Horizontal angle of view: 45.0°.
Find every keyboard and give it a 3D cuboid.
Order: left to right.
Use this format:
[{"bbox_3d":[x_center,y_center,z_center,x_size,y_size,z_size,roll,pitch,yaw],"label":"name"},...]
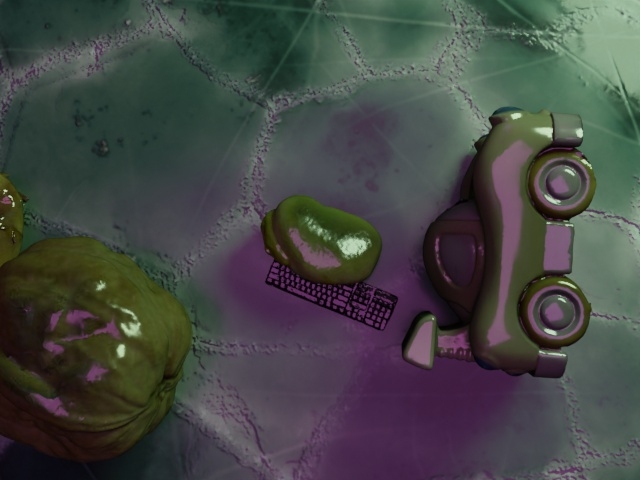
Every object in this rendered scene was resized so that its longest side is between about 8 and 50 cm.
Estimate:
[{"bbox_3d":[0.016,0.073,1.150,0.195,0.018,0.060,22,90,6],"label":"keyboard"}]

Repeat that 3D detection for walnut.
[{"bbox_3d":[-0.322,0.150,1.046,0.277,0.282,0.253,26,48,1],"label":"walnut"}]

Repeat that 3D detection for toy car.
[{"bbox_3d":[0.228,0.005,1.034,0.226,0.242,0.336,2,88,7],"label":"toy car"}]

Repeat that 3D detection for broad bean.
[{"bbox_3d":[0.000,0.000,1.116,0.174,0.082,0.124,24,63,9],"label":"broad bean"}]

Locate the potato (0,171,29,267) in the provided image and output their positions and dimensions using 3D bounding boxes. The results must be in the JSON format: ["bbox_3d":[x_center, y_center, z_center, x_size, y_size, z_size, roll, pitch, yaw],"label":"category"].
[{"bbox_3d":[-0.535,0.034,1.128,0.173,0.140,0.300,24,89,12],"label":"potato"}]
